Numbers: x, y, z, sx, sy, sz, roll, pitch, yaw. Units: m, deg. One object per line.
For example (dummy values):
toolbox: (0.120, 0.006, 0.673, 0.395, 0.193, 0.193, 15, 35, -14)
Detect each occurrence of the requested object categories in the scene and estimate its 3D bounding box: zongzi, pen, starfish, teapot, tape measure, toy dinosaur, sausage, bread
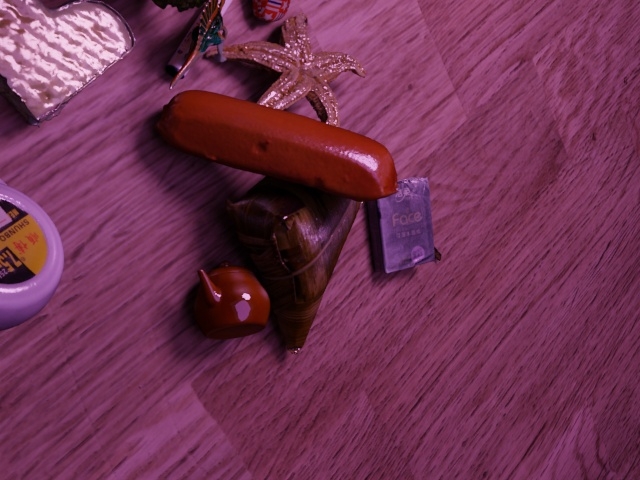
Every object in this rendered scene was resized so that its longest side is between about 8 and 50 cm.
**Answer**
zongzi: (0.000, 0.000, 1.231, 0.286, 0.134, 0.288, -42, 131, -37)
pen: (-0.148, -0.346, 1.142, 0.033, 0.033, 0.269, 40, 68, -33)
starfish: (-0.034, -0.246, 1.188, 0.277, 0.062, 0.236, 2, 69, -33)
teapot: (-0.128, 0.082, 1.138, 0.173, 0.116, 0.116, 31, 71, -62)
tape measure: (-0.392, 0.024, 0.891, 0.178, 0.105, 0.196, 50, 35, -5)
toy dinosaur: (-0.154, -0.283, 1.056, 0.187, 0.044, 0.106, -53, 168, -52)
sausage: (-0.054, -0.134, 1.083, 0.097, 0.348, 0.094, -79, -176, -52)
bread: (-0.341, -0.225, 0.969, 0.232, 0.064, 0.172, -1, 93, -38)

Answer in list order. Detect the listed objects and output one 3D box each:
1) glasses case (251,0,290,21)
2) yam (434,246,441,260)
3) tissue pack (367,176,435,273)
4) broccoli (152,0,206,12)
glasses case: (-0.063, -0.424, 1.161, 0.073, 0.049, 0.194, -30, 131, -53)
yam: (0.192, 0.001, 1.445, 0.107, 0.014, 0.014, 44, 66, -29)
tissue pack: (0.140, -0.029, 1.373, 0.112, 0.051, 0.156, -12, 100, -29)
broccoli: (-0.223, -0.416, 0.950, 0.235, 0.260, 0.288, -50, 123, -43)
